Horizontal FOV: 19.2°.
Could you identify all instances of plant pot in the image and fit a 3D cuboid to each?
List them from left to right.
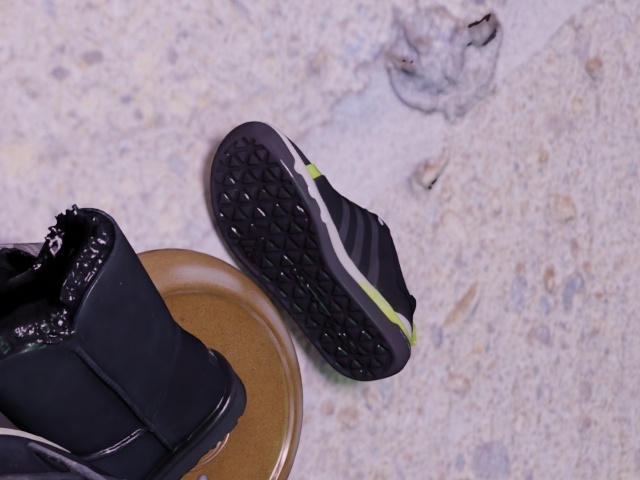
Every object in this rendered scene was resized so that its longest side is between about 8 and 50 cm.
[{"bbox_3d":[-0.099,0.124,1.335,0.236,0.032,0.236,-2,93,-38],"label":"plant pot"}]

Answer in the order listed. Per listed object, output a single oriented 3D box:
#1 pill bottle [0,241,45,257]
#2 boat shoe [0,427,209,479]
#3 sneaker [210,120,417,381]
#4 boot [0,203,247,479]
[{"bbox_3d":[-0.222,0.041,1.203,0.137,0.078,0.078,-2,93,-39],"label":"pill bottle"},{"bbox_3d":[-0.098,0.217,1.075,0.500,0.156,0.187,31,60,-53],"label":"boat shoe"},{"bbox_3d":[0.000,0.000,1.397,0.234,0.084,0.097,59,34,-25],"label":"sneaker"},{"bbox_3d":[-0.178,0.113,1.164,0.246,0.094,0.207,-44,137,-6],"label":"boot"}]
